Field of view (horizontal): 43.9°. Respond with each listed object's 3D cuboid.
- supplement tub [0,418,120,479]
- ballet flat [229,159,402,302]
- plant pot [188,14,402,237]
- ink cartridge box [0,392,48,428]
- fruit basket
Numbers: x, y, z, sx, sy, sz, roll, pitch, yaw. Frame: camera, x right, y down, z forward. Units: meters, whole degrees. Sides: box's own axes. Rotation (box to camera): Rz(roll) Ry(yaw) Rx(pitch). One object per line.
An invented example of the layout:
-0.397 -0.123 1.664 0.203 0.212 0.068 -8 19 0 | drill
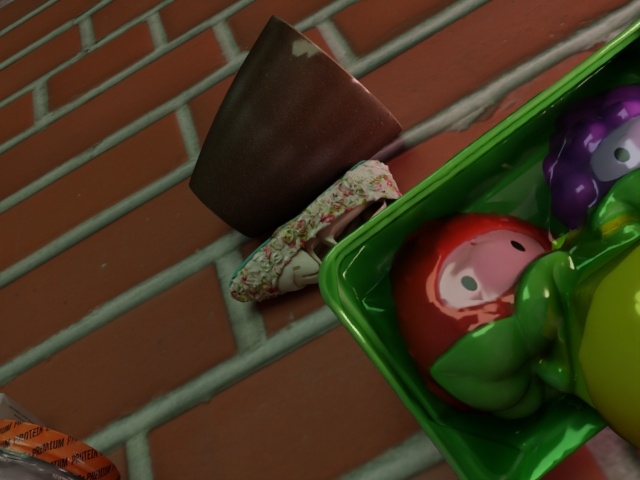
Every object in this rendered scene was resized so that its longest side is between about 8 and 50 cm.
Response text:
-0.308 0.335 0.707 0.194 0.193 0.316 -8 46 28 | supplement tub
0.000 0.000 0.924 0.241 0.091 0.077 -43 63 -5 | ballet flat
-0.053 -0.123 1.004 0.230 0.215 0.215 -49 40 5 | plant pot
-0.427 0.299 0.899 0.160 0.092 0.219 -15 44 22 | ink cartridge box
0.217 0.026 0.586 0.392 0.283 0.392 -35 9 7 | fruit basket
